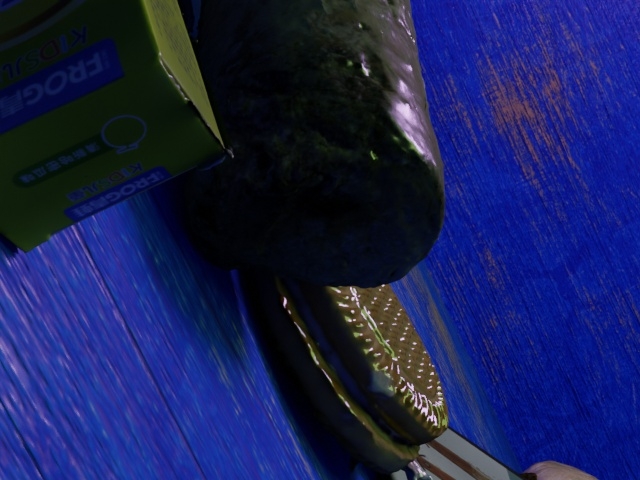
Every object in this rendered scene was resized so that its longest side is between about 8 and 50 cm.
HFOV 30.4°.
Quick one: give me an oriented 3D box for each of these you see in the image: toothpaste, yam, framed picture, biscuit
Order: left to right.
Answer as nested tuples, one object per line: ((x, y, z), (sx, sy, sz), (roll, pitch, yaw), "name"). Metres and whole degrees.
((-0.141, -0.157, 0.579), (0.077, 0.110, 0.328), (57, 12, -56), "toothpaste")
((-0.010, -0.106, 0.905), (0.195, 0.195, 0.300), (58, 21, -43), "yam")
((0.024, 0.079, 1.018), (0.259, 0.079, 0.259), (55, 11, -16), "biscuit")
((0.183, 0.285, 1.229), (0.323, 0.013, 0.244), (36, 17, -13), "framed picture")

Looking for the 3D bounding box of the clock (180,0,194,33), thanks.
((-0.180, -0.267, 0.862), (0.281, 0.055, 0.281), (63, 8, -17), "clock")

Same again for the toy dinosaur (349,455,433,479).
((0.068, 0.189, 1.117), (0.108, 0.032, 0.220), (55, 20, 8), "toy dinosaur")

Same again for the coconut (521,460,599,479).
((0.317, 0.424, 1.648), (0.224, 0.224, 0.224), (-24, 90, -82), "coconut")

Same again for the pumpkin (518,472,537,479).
((0.211, 0.342, 1.388), (0.248, 0.130, 0.126), (56, 19, -74), "pumpkin")

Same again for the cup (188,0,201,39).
((-0.088, -0.238, 1.100), (0.236, 0.148, 0.134), (57, -3, -33), "cup")
